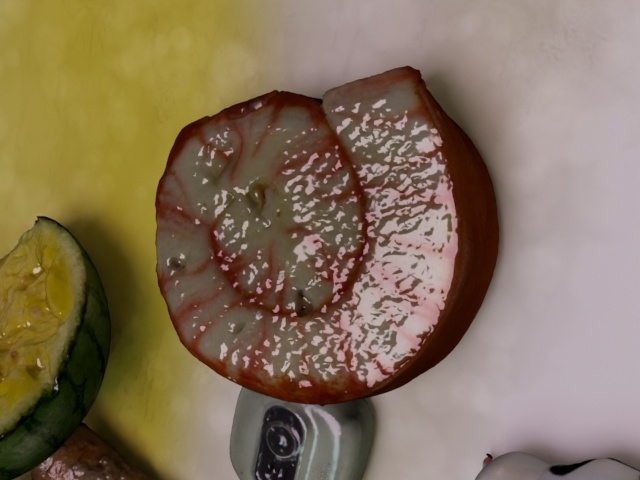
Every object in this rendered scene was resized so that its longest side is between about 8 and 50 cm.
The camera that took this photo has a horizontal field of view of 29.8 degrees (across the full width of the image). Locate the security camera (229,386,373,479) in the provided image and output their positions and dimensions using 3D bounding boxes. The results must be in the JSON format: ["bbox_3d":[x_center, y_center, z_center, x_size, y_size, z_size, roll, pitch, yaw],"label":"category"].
[{"bbox_3d":[-0.035,0.272,1.251,0.157,0.080,0.301,22,114,26],"label":"security camera"}]

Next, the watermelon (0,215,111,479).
[{"bbox_3d":[-0.354,0.148,1.327,0.331,0.189,0.330,-15,55,23],"label":"watermelon"}]

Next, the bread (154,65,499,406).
[{"bbox_3d":[-0.002,0.004,1.118,0.328,0.114,0.295,-7,87,28],"label":"bread"}]

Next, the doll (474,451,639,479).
[{"bbox_3d":[0.215,0.243,1.065,0.181,0.110,0.106,-3,91,32],"label":"doll"}]

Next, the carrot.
[{"bbox_3d":[-0.204,0.310,1.364,0.263,0.102,0.102,33,116,15],"label":"carrot"}]
